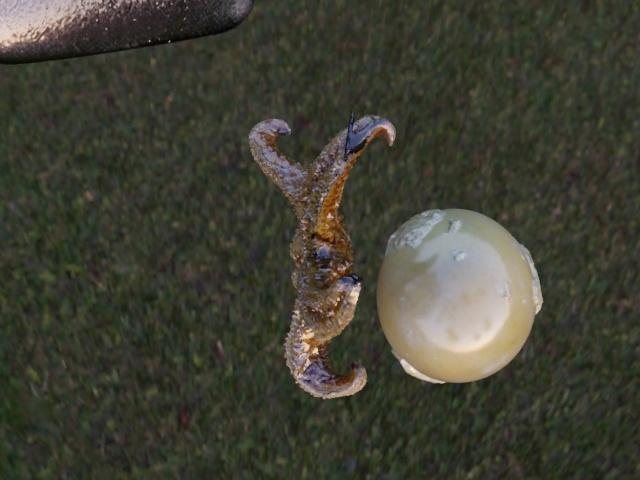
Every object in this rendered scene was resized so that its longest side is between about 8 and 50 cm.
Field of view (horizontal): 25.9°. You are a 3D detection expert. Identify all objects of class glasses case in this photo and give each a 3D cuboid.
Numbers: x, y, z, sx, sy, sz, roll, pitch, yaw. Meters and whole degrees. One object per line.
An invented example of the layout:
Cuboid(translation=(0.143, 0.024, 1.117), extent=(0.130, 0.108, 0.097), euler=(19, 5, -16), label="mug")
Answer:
Cuboid(translation=(-0.163, -0.200, 1.089), extent=(0.267, 0.103, 0.067), euler=(-15, 26, -36), label="glasses case")

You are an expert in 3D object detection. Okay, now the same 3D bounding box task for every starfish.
Cuboid(translation=(0.003, -0.003, 1.372), extent=(0.113, 0.303, 0.312), euler=(-5, 48, -12), label="starfish")

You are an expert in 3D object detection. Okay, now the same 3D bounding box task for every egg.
Cuboid(translation=(0.132, 0.054, 1.373), extent=(0.164, 0.164, 0.201), euler=(2, 35, 0), label="egg")
